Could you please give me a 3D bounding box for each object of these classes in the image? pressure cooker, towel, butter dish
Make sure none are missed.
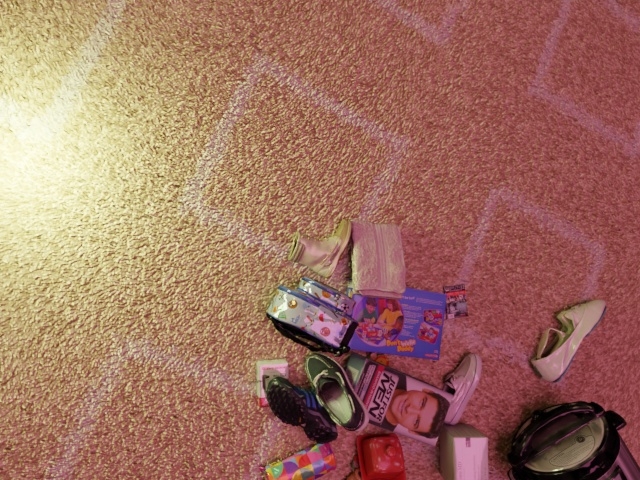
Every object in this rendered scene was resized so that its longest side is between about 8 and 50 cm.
[{"bbox_3d":[0.878,0.780,1.686,0.370,0.375,0.420,-38,98,-40],"label":"pressure cooker"},{"bbox_3d":[0.191,0.060,1.632,0.187,0.049,0.282,7,63,-18],"label":"towel"},{"bbox_3d":[0.214,0.706,1.595,0.160,0.118,0.159,4,52,-16],"label":"butter dish"}]

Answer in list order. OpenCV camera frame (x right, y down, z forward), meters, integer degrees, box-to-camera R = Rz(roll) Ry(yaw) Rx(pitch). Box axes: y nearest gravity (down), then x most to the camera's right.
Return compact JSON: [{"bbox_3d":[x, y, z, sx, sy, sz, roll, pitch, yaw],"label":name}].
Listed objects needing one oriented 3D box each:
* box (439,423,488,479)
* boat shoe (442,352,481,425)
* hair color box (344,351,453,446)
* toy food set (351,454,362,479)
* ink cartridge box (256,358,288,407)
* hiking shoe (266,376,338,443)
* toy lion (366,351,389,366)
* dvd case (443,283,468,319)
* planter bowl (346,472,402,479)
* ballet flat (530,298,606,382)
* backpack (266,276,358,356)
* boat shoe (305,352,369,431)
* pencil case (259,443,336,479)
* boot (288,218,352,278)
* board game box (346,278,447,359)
[{"bbox_3d":[0.484,0.735,1.648,0.119,0.182,0.181,0,84,-1],"label":"box"},{"bbox_3d":[0.481,0.515,1.723,0.088,0.096,0.267,29,86,-14],"label":"boat shoe"},{"bbox_3d":[0.243,0.529,1.614,0.374,0.113,0.185,27,80,-22],"label":"hair color box"},{"bbox_3d":[0.144,0.758,1.624,0.083,0.020,0.082,-5,51,-19],"label":"toy food set"},{"bbox_3d":[-0.153,0.455,1.553,0.099,0.056,0.135,-1,88,-16],"label":"ink cartridge box"},{"bbox_3d":[-0.060,0.513,1.526,0.113,0.132,0.304,-30,116,20],"label":"hiking shoe"},{"bbox_3d":[0.188,0.432,1.671,0.096,0.034,0.100,39,78,-19],"label":"toy lion"},{"bbox_3d":[0.496,0.225,1.780,0.087,0.013,0.119,-6,88,-17],"label":"dvd case"},{"bbox_3d":[0.179,0.863,1.588,0.217,0.217,0.090,-12,126,-17],"label":"planter bowl"},{"bbox_3d":[0.944,0.353,1.857,0.139,0.139,0.400,43,78,-10],"label":"ballet flat"},{"bbox_3d":[-0.029,0.227,1.506,0.263,0.276,0.213,20,77,-8],"label":"backpack"},{"bbox_3d":[0.034,0.451,1.494,0.114,0.302,0.091,-53,137,2],"label":"boat shoe"},{"bbox_3d":[-0.068,0.722,1.544,0.236,0.104,0.104,-15,91,-17],"label":"pencil case"},{"bbox_3d":[0.000,0.000,1.614,0.165,0.077,0.213,26,83,-12],"label":"boot"},{"bbox_3d":[0.253,0.272,1.671,0.347,0.078,0.233,11,84,-16],"label":"board game box"}]
